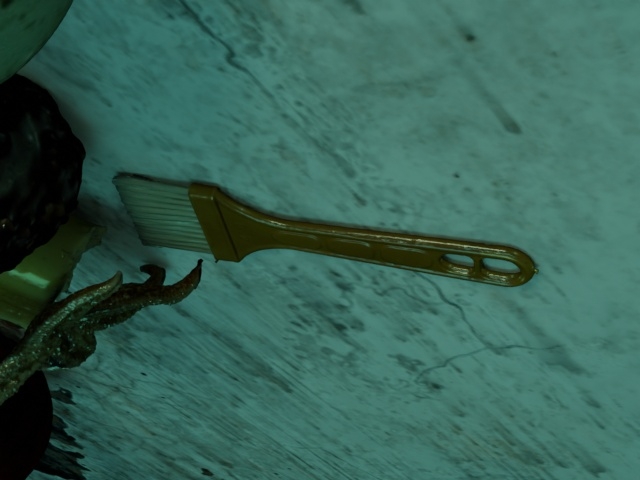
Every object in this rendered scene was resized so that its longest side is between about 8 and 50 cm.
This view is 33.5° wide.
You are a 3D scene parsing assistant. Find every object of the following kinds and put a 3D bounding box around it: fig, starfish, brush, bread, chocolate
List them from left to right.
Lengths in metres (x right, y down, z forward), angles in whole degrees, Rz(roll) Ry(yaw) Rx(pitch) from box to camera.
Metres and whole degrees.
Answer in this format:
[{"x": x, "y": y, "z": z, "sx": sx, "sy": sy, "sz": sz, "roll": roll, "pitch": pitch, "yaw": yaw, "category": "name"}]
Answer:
[{"x": -0.397, "y": 0.175, "z": 1.117, "sx": 0.235, "sy": 0.214, "sz": 0.235, "roll": 0, "pitch": 127, "yaw": 1, "category": "fig"}, {"x": -0.234, "y": -0.028, "z": 0.690, "sx": 0.156, "sy": 0.133, "sz": 0.156, "roll": 0, "pitch": 119, "yaw": -1, "category": "chocolate"}, {"x": -0.269, "y": -0.002, "z": 0.848, "sx": 0.173, "sy": 0.085, "sz": 0.134, "roll": 26, "pitch": 147, "yaw": -15, "category": "bread"}, {"x": -0.196, "y": 0.072, "z": 0.812, "sx": 0.057, "sy": 0.238, "sz": 0.213, "roll": 57, "pitch": 167, "yaw": 7, "category": "starfish"}, {"x": 0.000, "y": 0.000, "z": 0.771, "sx": 0.314, "sy": 0.017, "sz": 0.090, "roll": 8, "pitch": 148, "yaw": 16, "category": "brush"}]

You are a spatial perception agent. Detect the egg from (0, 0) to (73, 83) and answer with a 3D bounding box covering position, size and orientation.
[{"x": -0.181, "y": -0.155, "z": 0.464, "sx": 0.169, "sy": 0.169, "sz": 0.231, "roll": 27, "pitch": 140, "yaw": -14, "category": "egg"}]
